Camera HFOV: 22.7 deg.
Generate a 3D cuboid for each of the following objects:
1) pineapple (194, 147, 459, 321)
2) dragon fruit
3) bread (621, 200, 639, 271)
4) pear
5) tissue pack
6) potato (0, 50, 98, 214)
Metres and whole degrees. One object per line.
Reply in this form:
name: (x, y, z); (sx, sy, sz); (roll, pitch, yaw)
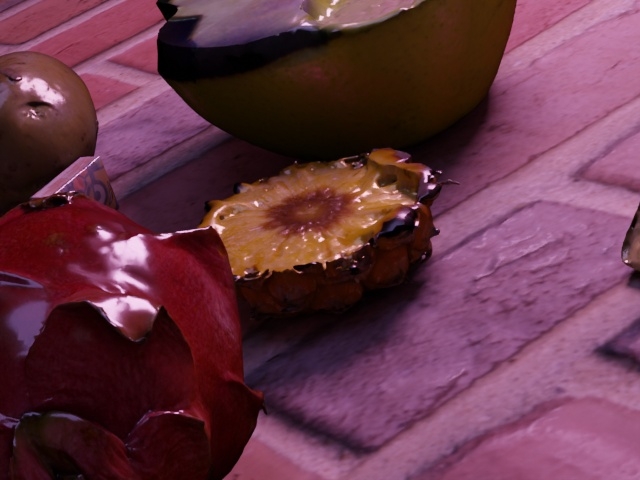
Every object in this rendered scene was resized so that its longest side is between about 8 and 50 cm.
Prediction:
pineapple: (0.000, 0.000, 1.258); (0.224, 0.076, 0.225); (-14, 27, 7)
dragon fruit: (-0.158, 0.089, 1.022); (0.250, 0.250, 0.315); (-11, 9, 19)
bread: (0.325, -0.025, 1.037); (0.141, 0.178, 0.266); (4, 14, -31)
pear: (0.035, -0.195, 1.531); (0.398, 0.165, 0.399); (-17, 24, 8)
tissue pack: (-0.234, -0.035, 1.530); (0.035, 0.063, 0.083); (2, 33, 32)
potato: (-0.311, -0.117, 1.640); (0.165, 0.165, 0.262); (-25, 22, -12)
